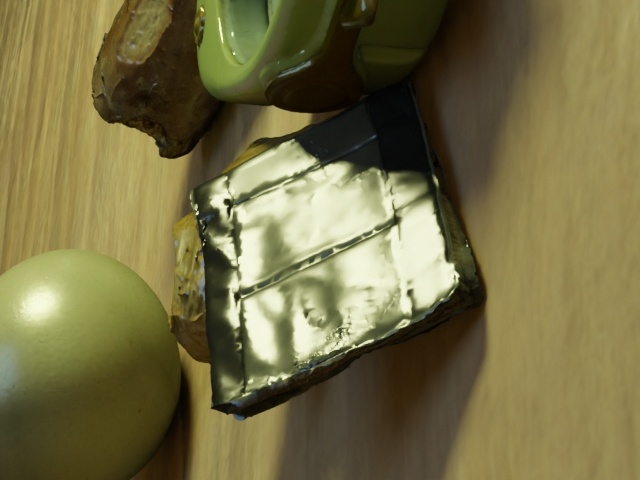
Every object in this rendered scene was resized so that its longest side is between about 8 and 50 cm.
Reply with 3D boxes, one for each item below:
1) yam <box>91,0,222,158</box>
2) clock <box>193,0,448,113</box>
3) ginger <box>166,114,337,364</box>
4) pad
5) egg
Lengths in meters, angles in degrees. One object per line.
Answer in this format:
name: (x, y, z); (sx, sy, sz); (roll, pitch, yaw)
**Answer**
yam: (-0.115, -0.198, 1.618); (0.128, 0.129, 0.238); (50, 128, 26)
clock: (0.007, -0.225, 1.242); (0.348, 0.117, 0.286); (-150, 66, -71)
ginger: (-0.034, 0.014, 1.227); (0.157, 0.102, 0.216); (-2, 60, 38)
pad: (0.000, 0.000, 1.111); (0.174, 0.022, 0.233); (-27, 37, 11)
egg: (-0.209, 0.105, 1.496); (0.253, 0.188, 0.188); (-92, 27, -57)
